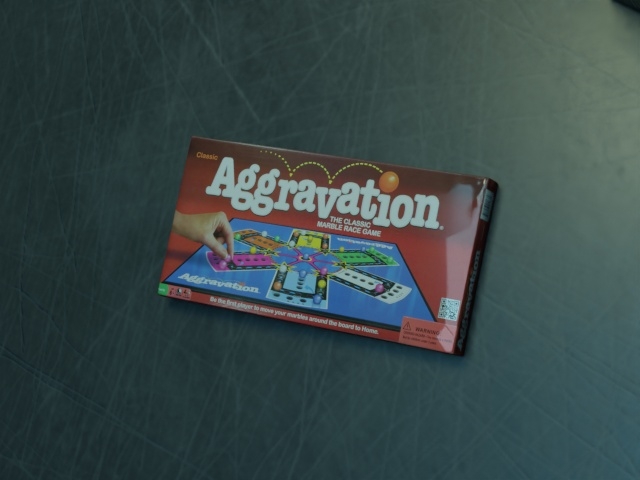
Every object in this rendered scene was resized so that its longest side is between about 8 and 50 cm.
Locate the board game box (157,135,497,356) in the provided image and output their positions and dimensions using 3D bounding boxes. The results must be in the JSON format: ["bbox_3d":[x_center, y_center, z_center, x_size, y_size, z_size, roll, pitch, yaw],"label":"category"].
[{"bbox_3d":[0.000,0.000,1.198,0.281,0.027,0.145,9,84,27],"label":"board game box"}]

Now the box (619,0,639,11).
[{"bbox_3d":[0.341,-0.183,1.000,0.311,0.148,0.121,33,95,25],"label":"box"}]
